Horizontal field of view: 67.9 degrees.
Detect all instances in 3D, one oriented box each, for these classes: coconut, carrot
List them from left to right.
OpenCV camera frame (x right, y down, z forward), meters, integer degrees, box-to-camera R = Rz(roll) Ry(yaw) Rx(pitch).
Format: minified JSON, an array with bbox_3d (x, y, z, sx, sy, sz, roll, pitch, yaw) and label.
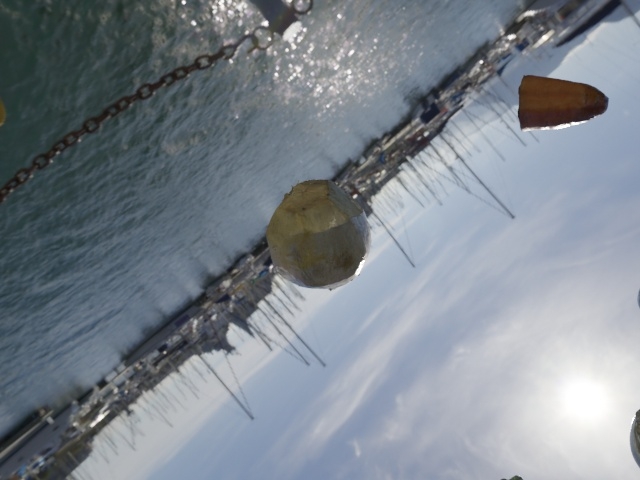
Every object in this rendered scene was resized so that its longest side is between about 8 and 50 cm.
[{"bbox_3d":[0.000,0.002,0.826,0.194,0.194,0.194,-41,180,0],"label":"coconut"},{"bbox_3d":[0.671,-0.387,1.321,0.225,0.159,0.159,8,-146,36],"label":"carrot"}]

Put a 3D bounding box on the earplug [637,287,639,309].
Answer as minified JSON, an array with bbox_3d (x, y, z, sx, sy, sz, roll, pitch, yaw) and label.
[{"bbox_3d":[0.660,0.134,0.783,0.132,0.273,0.132,-155,-90,-89],"label":"earplug"}]

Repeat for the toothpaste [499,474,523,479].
[{"bbox_3d":[0.242,0.421,0.734,0.204,0.031,0.049,-19,128,-27],"label":"toothpaste"}]

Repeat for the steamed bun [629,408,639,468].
[{"bbox_3d":[1.034,0.578,1.292,0.325,0.206,0.324,-10,180,0],"label":"steamed bun"}]
